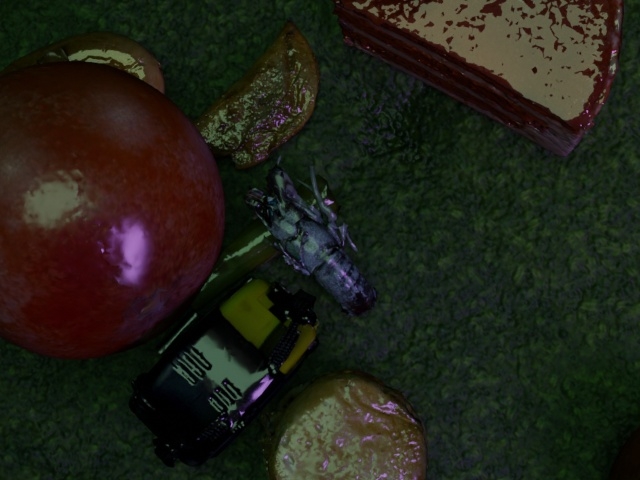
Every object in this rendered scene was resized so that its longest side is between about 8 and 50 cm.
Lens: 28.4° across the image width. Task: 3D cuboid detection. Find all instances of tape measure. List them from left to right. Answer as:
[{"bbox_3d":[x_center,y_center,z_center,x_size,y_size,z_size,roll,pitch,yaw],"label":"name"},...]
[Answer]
[{"bbox_3d":[-0.086,0.111,1.138,0.112,0.186,0.199,42,87,0],"label":"tape measure"}]

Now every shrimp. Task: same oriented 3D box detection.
[{"bbox_3d":[0.002,0.001,1.175,0.082,0.076,0.174,-43,107,-7],"label":"shrimp"}]

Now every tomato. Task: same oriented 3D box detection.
[{"bbox_3d":[-0.213,-0.017,1.117,0.265,0.265,0.265,0,82,3],"label":"tomato"}]

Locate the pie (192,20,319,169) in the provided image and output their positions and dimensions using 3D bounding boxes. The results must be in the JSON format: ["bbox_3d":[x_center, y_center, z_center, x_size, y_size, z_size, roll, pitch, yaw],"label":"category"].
[{"bbox_3d":[-0.059,-0.132,1.246,0.170,0.034,0.092,-44,80,-9],"label":"pie"}]

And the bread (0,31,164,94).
[{"bbox_3d":[-0.244,-0.139,1.237,0.189,0.077,0.114,-18,102,0],"label":"bread"}]

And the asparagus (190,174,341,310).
[{"bbox_3d":[-0.061,0.004,1.224,0.178,0.041,0.045,-36,125,-2],"label":"asparagus"}]

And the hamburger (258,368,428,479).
[{"bbox_3d":[0.030,0.201,1.153,0.185,0.131,0.159,43,78,1],"label":"hamburger"}]

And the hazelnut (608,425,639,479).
[{"bbox_3d":[0.325,0.220,1.116,0.150,0.150,0.150,0,82,3],"label":"hazelnut"}]

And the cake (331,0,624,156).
[{"bbox_3d":[0.147,-0.155,1.176,0.262,0.158,0.160,-5,81,5],"label":"cake"}]
